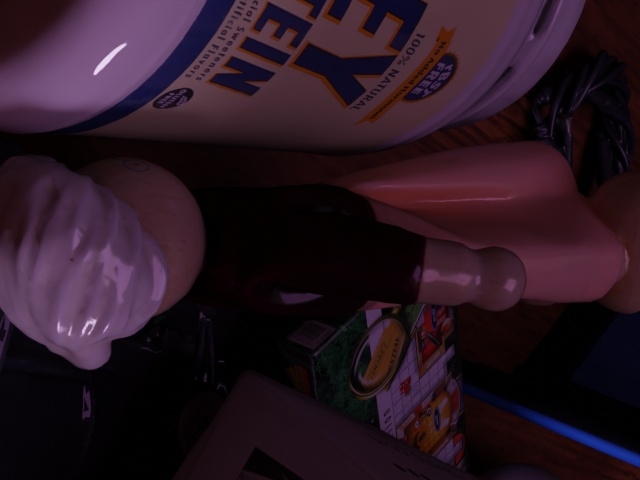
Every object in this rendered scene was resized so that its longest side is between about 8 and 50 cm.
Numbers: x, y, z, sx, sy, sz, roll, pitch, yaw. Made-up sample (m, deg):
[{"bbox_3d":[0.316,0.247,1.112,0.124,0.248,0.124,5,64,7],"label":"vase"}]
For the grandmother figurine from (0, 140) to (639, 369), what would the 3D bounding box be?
[{"bbox_3d":[0.000,0.000,0.669,0.342,0.208,0.104,-1,84,-39],"label":"grandmother figurine"}]

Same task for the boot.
[{"bbox_3d":[-0.117,0.158,0.825,0.445,0.146,0.367,24,89,-58],"label":"boot"}]

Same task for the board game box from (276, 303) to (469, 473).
[{"bbox_3d":[0.041,0.125,0.874,0.136,0.030,0.259,-39,137,-34],"label":"board game box"}]

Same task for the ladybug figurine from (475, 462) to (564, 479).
[{"bbox_3d":[0.172,0.350,1.197,0.449,0.162,0.305,42,36,-50],"label":"ladybug figurine"}]

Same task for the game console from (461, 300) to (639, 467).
[{"bbox_3d":[0.284,0.099,1.156,0.250,0.293,0.173,25,86,-53],"label":"game console"}]

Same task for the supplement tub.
[{"bbox_3d":[-0.033,-0.160,0.679,0.325,0.235,0.235,0,107,-51],"label":"supplement tub"}]

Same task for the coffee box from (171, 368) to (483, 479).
[{"bbox_3d":[0.065,0.327,0.721,0.338,0.334,0.337,-57,141,2],"label":"coffee box"}]

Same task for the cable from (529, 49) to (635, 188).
[{"bbox_3d":[0.218,-0.067,1.207,0.150,0.047,0.184,-43,134,-37],"label":"cable"}]
